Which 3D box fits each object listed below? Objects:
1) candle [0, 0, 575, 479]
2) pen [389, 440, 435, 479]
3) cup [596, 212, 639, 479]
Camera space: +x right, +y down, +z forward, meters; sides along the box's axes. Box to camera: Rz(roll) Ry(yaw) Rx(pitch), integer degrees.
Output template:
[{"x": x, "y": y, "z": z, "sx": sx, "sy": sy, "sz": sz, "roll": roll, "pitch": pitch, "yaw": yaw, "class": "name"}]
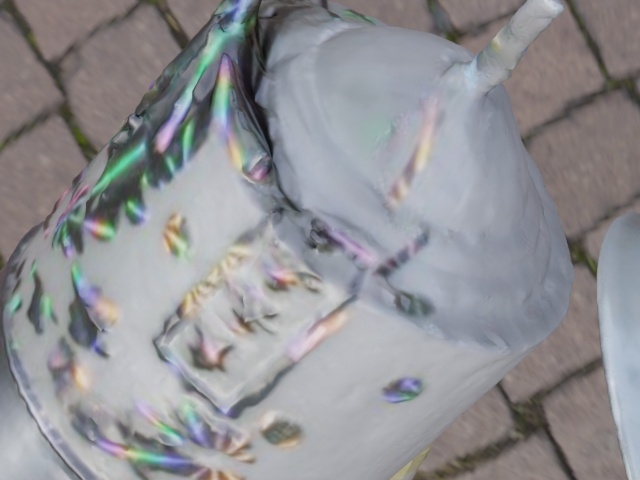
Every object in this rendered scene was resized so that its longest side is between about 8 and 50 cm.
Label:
[{"x": 0.000, "y": 0.000, "z": 0.761, "sx": 0.330, "sy": 0.187, "sz": 0.187, "roll": -47, "pitch": 70, "yaw": 34, "class": "candle"}, {"x": 0.033, "y": 0.136, "z": 1.090, "sx": 0.032, "sy": 0.233, "sz": 0.040, "roll": 22, "pitch": 60, "yaw": 2, "class": "pen"}, {"x": 0.308, "y": 0.126, "z": 1.189, "sx": 0.163, "sy": 0.347, "sz": 0.347, "roll": -19, "pitch": 75, "yaw": 21, "class": "cup"}]
